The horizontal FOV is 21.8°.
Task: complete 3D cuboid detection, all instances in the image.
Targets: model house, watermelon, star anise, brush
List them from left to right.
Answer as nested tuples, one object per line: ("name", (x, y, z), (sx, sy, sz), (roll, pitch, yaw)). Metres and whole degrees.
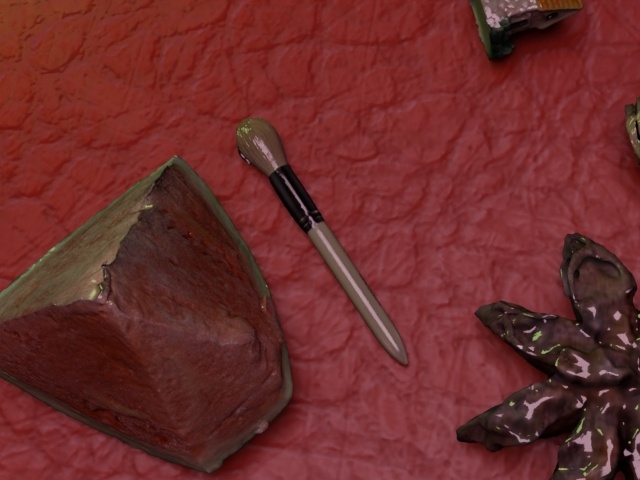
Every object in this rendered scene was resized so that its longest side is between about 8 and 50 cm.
("watermelon", (-0.191, 0.098, 1.521), (0.283, 0.292, 0.250), (48, 114, 16))
("brush", (0.000, 0.000, 1.625), (0.042, 0.039, 0.299), (-19, 70, -39))
("model house", (0.202, -0.236, 1.632), (0.100, 0.100, 0.087), (-17, 72, 0))
("star anise", (0.280, 0.137, 1.505), (0.332, 0.117, 0.331), (-4, 68, 11))

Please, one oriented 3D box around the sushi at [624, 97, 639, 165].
("sushi", (0.383, -0.042, 1.547), (0.109, 0.134, 0.273), (-32, 81, 1))
